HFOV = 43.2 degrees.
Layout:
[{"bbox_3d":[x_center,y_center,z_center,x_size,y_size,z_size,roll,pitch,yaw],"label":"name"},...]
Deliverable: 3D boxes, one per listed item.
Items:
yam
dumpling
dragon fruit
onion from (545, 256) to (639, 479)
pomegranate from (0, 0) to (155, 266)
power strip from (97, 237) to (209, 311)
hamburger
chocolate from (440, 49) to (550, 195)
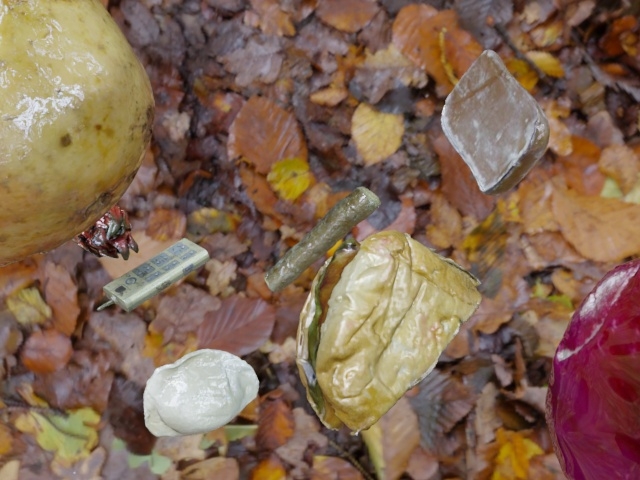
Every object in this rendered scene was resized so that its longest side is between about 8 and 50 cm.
[{"bbox_3d":[0.000,0.000,1.545,0.274,0.061,0.061,-43,90,19],"label":"yam"},{"bbox_3d":[-0.253,0.311,1.693,0.252,0.131,0.179,-15,109,-12],"label":"dumpling"},{"bbox_3d":[-0.440,-0.022,1.618,0.130,0.142,0.121,-37,132,-37],"label":"dragon fruit"},{"bbox_3d":[0.389,0.205,0.736,0.398,0.398,0.420,51,35,2],"label":"onion"},{"bbox_3d":[-0.291,-0.116,0.726,0.281,0.281,0.281,5,73,-16],"label":"pomegranate"},{"bbox_3d":[-0.360,0.079,1.718,0.268,0.034,0.092,-34,43,-31],"label":"power strip"},{"bbox_3d":[0.076,0.095,1.170,0.330,0.162,0.209,-42,108,-27],"label":"hamburger"},{"bbox_3d":[0.301,-0.188,1.343,0.080,0.157,0.254,20,33,-31],"label":"chocolate"}]
